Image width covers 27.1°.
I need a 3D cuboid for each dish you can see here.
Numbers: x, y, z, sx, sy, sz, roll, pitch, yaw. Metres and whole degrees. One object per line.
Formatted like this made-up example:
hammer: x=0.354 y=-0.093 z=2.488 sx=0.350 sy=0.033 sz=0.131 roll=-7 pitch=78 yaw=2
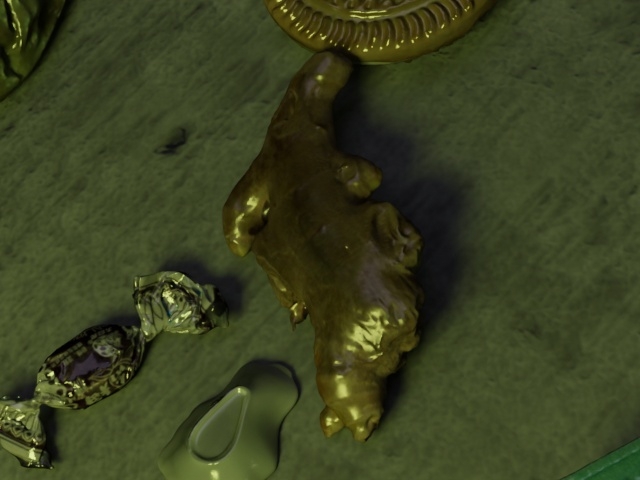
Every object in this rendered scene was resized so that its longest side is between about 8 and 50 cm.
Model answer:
dish: x=-0.073 y=0.150 z=1.061 sx=0.091 sy=0.039 sz=0.137 roll=28 pitch=74 yaw=25

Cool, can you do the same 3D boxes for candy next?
candy: x=-0.180 y=0.103 z=1.107 sx=0.226 sy=0.051 sz=0.094 roll=-35 pitch=63 yaw=-6

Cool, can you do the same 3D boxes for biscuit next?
biscuit: x=0.058 y=-0.267 z=1.227 sx=0.259 sy=0.079 sz=0.259 roll=-6 pitch=63 yaw=12

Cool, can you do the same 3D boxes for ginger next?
ginger: x=0.001 y=0.002 z=1.091 sx=0.166 sy=0.080 sz=0.333 roll=-30 pitch=63 yaw=16

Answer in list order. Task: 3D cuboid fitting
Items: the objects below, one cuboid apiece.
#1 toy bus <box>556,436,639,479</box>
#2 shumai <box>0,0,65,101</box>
toy bus: x=0.291 y=0.158 z=0.933 sx=0.262 sy=0.109 sz=0.091 roll=-29 pitch=54 yaw=-4
shumai: x=-0.428 y=-0.259 z=1.221 sx=0.292 sy=0.288 sz=0.330 roll=15 pitch=66 yaw=19
